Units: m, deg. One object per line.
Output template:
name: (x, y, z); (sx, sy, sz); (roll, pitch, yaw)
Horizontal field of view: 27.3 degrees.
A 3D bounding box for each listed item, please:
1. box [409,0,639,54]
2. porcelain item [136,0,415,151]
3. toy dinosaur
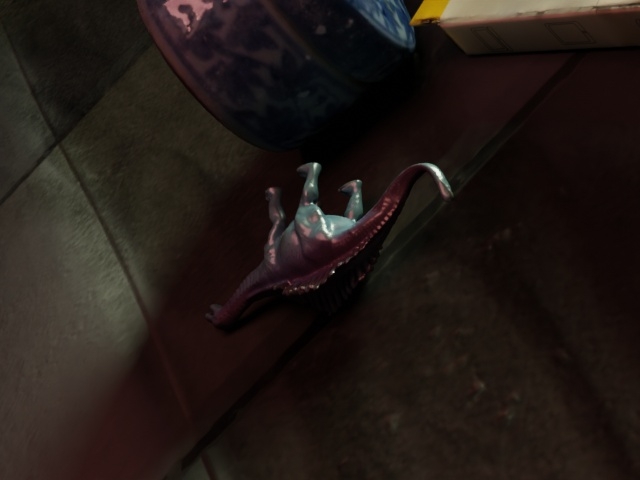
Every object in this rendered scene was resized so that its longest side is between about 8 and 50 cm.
box: (0.160, -0.157, 0.685); (0.247, 0.033, 0.129); (9, 63, 56)
porcelain item: (-0.022, -0.139, 0.787); (0.114, 0.147, 0.147); (-36, 32, 20)
toy dinosaur: (0.000, 0.000, 0.704); (0.197, 0.045, 0.080); (-30, 48, 41)
